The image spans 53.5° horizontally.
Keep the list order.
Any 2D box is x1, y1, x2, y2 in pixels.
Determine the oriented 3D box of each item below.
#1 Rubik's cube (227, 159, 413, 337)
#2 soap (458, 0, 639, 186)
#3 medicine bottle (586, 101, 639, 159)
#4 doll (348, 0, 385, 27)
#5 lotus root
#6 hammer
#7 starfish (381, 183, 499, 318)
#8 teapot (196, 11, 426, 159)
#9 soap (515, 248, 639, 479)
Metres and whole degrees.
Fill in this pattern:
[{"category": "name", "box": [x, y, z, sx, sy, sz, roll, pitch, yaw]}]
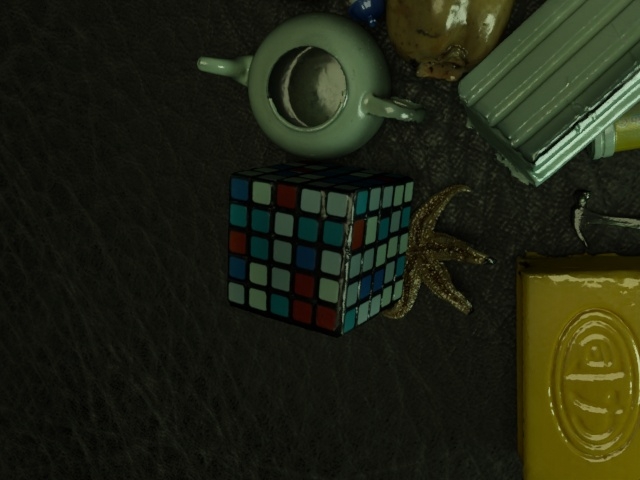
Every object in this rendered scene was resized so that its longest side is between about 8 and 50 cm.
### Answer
[{"category": "Rubik's cube", "box": [0.000, 0.000, 0.839, 0.182, 0.184, 0.187, 12, 105, 29]}, {"category": "soap", "box": [0.297, -0.200, 0.742, 0.261, 0.094, 0.150, -42, 61, 10]}, {"category": "medicine bottle", "box": [0.439, -0.150, 0.771, 0.218, 0.074, 0.074, -7, 101, 14]}, {"category": "doll", "box": [0.052, -0.332, 0.808, 0.057, 0.098, 0.143, -24, 70, 29]}, {"category": "lotus root", "box": [0.163, -0.337, 0.755, 0.146, 0.160, 0.284, 22, 111, 53]}, {"category": "hammer", "box": [0.432, -0.018, 0.829, 0.200, 0.021, 0.078, 7, 105, 14]}, {"category": "starfish", "box": [0.135, 0.015, 0.899, 0.238, 0.057, 0.213, 18, 103, 29]}, {"category": "teapot", "box": [-0.003, -0.201, 0.840, 0.294, 0.129, 0.193, 17, 108, 10]}, {"category": "soap", "box": [0.368, 0.177, 0.854, 0.204, 0.096, 0.325, -2, 103, 15]}]
